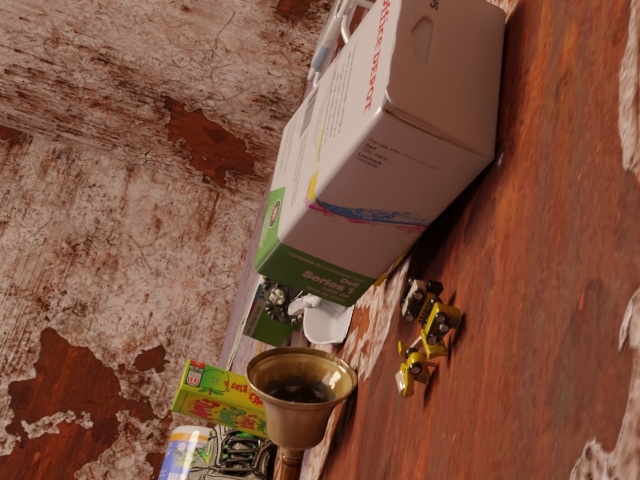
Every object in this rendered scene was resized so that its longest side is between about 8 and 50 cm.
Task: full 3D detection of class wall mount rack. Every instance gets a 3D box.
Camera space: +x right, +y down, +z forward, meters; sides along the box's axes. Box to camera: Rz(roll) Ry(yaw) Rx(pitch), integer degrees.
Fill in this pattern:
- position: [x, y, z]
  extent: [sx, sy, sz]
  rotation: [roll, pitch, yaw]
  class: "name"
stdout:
- position: [0.061, -0.283, 1.797]
  extent: [0.350, 0.130, 0.304]
  rotation: [125, 165, -70]
  class: "wall mount rack"

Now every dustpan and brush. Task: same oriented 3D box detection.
- position: [0.000, 0.081, 1.597]
  extent: [0.211, 0.060, 0.147]
  rotation: [126, 160, -71]
  class: "dustpan and brush"

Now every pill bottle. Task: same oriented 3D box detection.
- position: [-0.220, 0.472, 2.050]
  extent: [0.152, 0.152, 0.272]
  rotation: [121, 164, -66]
  class: "pill bottle"

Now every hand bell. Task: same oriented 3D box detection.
- position: [-0.032, 0.258, 1.365]
  extent: [0.126, 0.126, 0.242]
  rotation: [-88, 3, -67]
  class: "hand bell"

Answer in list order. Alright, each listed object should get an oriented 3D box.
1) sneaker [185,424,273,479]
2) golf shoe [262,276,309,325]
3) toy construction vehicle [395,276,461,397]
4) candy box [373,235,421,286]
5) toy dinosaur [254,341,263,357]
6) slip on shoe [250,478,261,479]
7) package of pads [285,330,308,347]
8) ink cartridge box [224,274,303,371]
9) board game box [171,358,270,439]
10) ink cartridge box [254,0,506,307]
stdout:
- position: [-0.139, 0.337, 1.795]
  extent: [0.343, 0.134, 0.146]
  rotation: [-150, 77, -84]
  class: "sneaker"
- position: [0.000, 0.000, 1.763]
  extent: [0.120, 0.105, 0.273]
  rotation: [36, -105, -78]
  class: "golf shoe"
- position: [0.090, 0.078, 0.990]
  extent: [0.086, 0.035, 0.098]
  rotation: [-104, 27, -56]
  class: "toy construction vehicle"
- position: [0.091, -0.032, 1.261]
  extent: [0.206, 0.027, 0.105]
  rotation: [122, 162, -65]
  class: "candy box"
- position: [-0.127, 0.275, 2.268]
  extent: [0.112, 0.064, 0.211]
  rotation: [-34, 45, 51]
  class: "toy dinosaur"
- position: [-0.100, 0.423, 1.369]
  extent: [0.123, 0.101, 0.331]
  rotation: [-75, 1, -72]
  class: "slip on shoe"
- position: [-0.040, 0.181, 1.806]
  extent: [0.083, 0.032, 0.050]
  rotation: [-84, 13, -58]
  class: "package of pads"
- position: [-0.072, 0.124, 1.858]
  extent: [0.189, 0.097, 0.255]
  rotation: [116, 173, -57]
  class: "ink cartridge box"
- position: [-0.095, 0.212, 1.525]
  extent: [0.092, 0.181, 0.043]
  rotation: [118, 167, -61]
  class: "board game box"
- position: [0.055, -0.096, 1.138]
  extent: [0.278, 0.117, 0.201]
  rotation: [-49, 24, 48]
  class: "ink cartridge box"
